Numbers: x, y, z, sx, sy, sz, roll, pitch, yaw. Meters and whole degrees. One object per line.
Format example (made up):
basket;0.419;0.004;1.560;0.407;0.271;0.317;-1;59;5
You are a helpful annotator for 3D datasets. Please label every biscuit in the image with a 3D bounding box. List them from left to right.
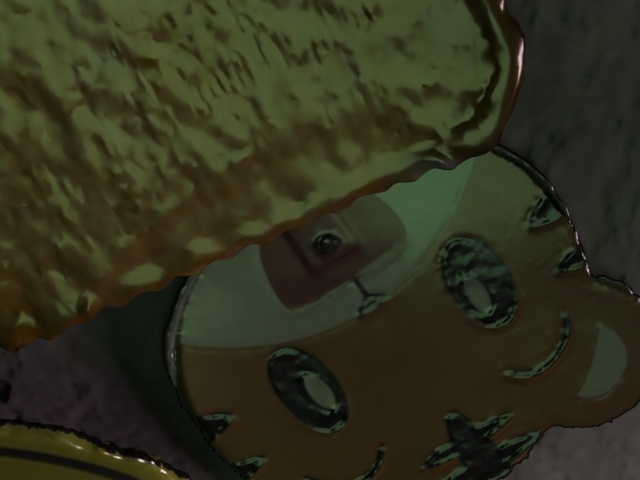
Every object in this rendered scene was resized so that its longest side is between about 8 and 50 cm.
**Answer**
biscuit;-0.079;-0.094;0.592;0.232;0.013;0.237;-23;106;7

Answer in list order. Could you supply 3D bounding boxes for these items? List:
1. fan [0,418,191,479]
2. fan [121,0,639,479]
fan;-0.137;0.100;0.605;0.230;0.011;0.335;-8;134;-12
fan;0.000;0.000;0.641;0.152;0.008;0.226;-32;108;8
